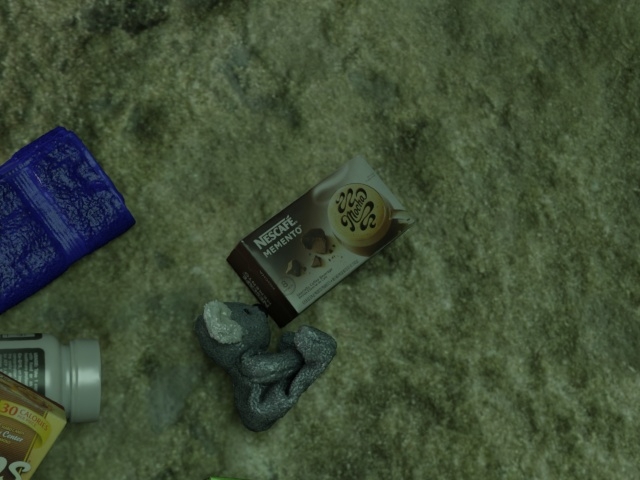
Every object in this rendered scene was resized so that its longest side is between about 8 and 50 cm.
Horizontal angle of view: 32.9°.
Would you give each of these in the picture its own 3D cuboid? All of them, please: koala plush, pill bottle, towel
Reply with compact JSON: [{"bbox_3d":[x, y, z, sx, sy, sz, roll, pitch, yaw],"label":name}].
[{"bbox_3d":[-0.122,0.188,1.843,0.221,0.196,0.203,41,76,-4],"label":"koala plush"},{"bbox_3d":[-0.497,0.230,1.728,0.283,0.161,0.161,0,72,-16],"label":"pill bottle"},{"bbox_3d":[-0.499,-0.042,1.865,0.308,0.076,0.228,-38,85,-24],"label":"towel"}]

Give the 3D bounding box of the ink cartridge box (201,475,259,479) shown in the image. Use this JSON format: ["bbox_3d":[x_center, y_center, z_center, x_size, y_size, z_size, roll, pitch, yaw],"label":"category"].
[{"bbox_3d":[-0.114,0.526,1.779,0.188,0.097,0.255,9,72,-14],"label":"ink cartridge box"}]

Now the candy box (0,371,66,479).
[{"bbox_3d":[-0.540,0.344,1.603,0.183,0.087,0.316,34,89,-18],"label":"candy box"}]

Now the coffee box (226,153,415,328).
[{"bbox_3d":[0.000,0.000,1.974,0.297,0.119,0.168,-36,86,-24],"label":"coffee box"}]
